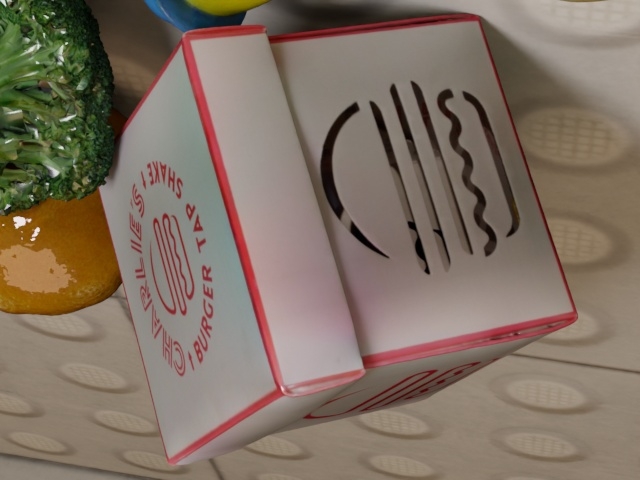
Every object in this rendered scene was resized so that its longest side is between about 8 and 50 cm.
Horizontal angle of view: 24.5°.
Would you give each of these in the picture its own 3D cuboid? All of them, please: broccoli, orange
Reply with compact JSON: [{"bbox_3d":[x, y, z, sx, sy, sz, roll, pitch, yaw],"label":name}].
[{"bbox_3d":[-0.327,-0.136,1.348,0.307,0.275,0.308,23,147,16],"label":"broccoli"},{"bbox_3d":[-0.284,-0.047,1.569,0.248,0.249,0.183,8,162,10],"label":"orange"}]

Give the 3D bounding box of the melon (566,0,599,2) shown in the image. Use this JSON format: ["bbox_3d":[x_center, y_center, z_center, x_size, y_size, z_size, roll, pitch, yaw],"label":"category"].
[{"bbox_3d":[0.242,-0.232,1.120,0.160,0.079,0.128,-10,166,39],"label":"melon"}]

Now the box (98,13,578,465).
[{"bbox_3d":[0.000,0.000,1.341,0.300,0.315,0.312,-10,165,-25],"label":"box"}]

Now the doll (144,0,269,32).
[{"bbox_3d":[-0.054,-0.250,1.136,0.199,0.145,0.363,7,164,-8],"label":"doll"}]
